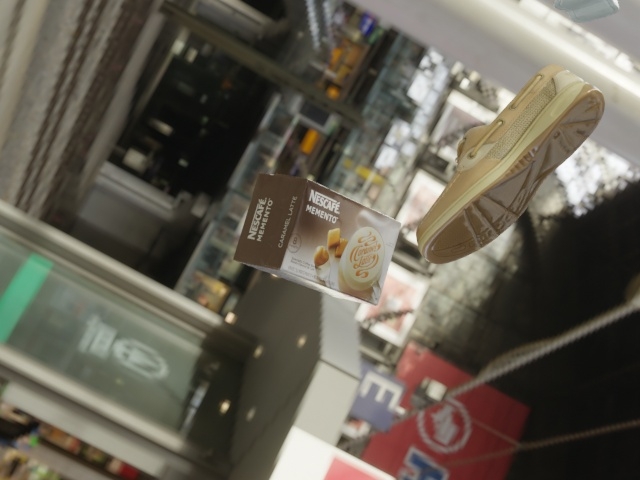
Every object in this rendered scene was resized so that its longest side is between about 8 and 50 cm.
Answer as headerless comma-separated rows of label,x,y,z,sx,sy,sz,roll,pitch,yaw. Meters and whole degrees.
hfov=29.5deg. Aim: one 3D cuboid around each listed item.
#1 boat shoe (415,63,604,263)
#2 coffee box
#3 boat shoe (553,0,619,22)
boat shoe,0.253,-0.108,1.743,0.341,0.110,0.121,-44,144,-3
coffee box,0.000,0.000,1.824,0.098,0.246,0.141,11,-98,40
boat shoe,0.436,-0.435,2.023,0.302,0.114,0.091,10,66,-77
